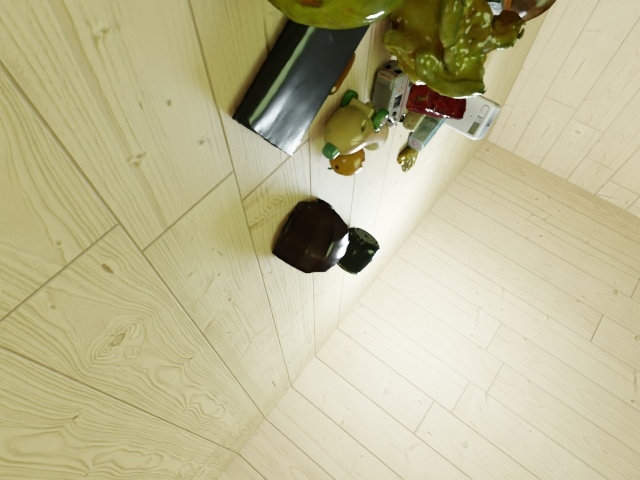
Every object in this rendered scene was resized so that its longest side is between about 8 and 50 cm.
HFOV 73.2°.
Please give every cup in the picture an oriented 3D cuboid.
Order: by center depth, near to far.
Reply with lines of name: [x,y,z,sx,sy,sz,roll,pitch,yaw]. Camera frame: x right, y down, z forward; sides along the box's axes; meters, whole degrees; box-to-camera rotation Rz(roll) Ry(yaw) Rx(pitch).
cup: [0.151,0.036,1.863,0.176,0.169,0.223,-59,-167,21]

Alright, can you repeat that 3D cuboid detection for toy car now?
toy car: [0.204,-0.420,1.283,0.108,0.089,0.209,-44,157,-32]

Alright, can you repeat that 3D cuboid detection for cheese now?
cheese: [0.380,-0.503,1.627,0.194,0.065,0.043,-58,155,10]

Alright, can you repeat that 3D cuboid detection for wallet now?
wallet: [-0.009,-0.376,0.860,0.406,0.062,0.228,-57,163,7]

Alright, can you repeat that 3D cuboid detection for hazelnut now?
hazelnut: [0.797,-0.970,1.691,0.229,0.229,0.229,-48,161,-23]

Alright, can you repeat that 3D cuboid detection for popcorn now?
popcorn: [0.302,-0.491,1.057,0.321,0.325,0.290,-21,-176,-42]

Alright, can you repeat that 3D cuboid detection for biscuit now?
biscuit: [0.394,-0.366,1.945,0.174,0.039,0.183,-47,159,-28]

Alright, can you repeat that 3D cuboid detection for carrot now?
carrot: [0.046,-0.391,1.022,0.142,0.035,0.035,-57,164,-19]

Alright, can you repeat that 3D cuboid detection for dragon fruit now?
dragon fruit: [0.391,-0.540,1.496,0.317,0.152,0.205,-7,111,-50]

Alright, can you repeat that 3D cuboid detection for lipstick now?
lipstick: [0.488,-0.512,1.867,0.289,0.076,0.077,-50,160,-18]

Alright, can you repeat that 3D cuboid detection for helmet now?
helmet: [0.000,0.000,1.358,0.305,0.177,0.225,-13,132,-63]

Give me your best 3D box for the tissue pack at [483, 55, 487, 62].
tissue pack: [0.646,-0.731,1.883,0.120,0.082,0.169,-39,155,-45]

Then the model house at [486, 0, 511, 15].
model house: [0.506,-0.806,1.314,0.271,0.190,0.300,-5,111,-63]

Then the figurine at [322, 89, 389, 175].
figurine: [0.101,-0.280,1.214,0.222,0.124,0.324,-61,165,15]

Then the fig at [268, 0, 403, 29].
fig: [0.039,-0.443,0.573,0.258,0.258,0.326,86,28,-62]

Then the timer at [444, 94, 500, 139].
timer: [0.761,-0.633,2.165,0.195,0.194,0.192,-25,145,-58]
